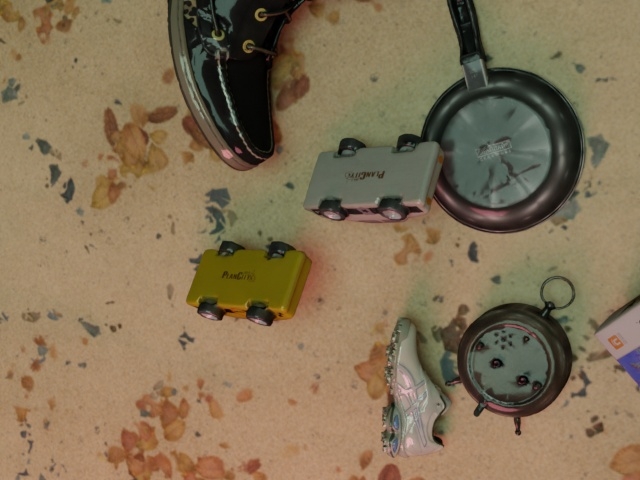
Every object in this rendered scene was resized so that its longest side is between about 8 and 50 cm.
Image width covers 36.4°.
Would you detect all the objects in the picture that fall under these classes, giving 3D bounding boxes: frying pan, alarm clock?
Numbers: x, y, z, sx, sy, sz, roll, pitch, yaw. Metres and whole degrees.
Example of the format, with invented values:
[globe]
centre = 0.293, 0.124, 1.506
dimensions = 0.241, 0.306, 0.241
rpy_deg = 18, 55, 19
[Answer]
[frying pan]
centre = 0.214, -0.167, 1.132
dimensions = 0.197, 0.053, 0.326
rpy_deg = 9, 101, 20
[alarm clock]
centre = 0.236, 0.125, 1.141
dimensions = 0.129, 0.064, 0.192
rpy_deg = 33, 103, 16

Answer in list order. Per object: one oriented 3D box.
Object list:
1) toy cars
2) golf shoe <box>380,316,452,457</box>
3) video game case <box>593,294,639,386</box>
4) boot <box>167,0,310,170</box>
[toy cars]
centre = 0.000, 0.000, 1.205
dimensions = 0.393, 0.087, 0.176
rpy_deg = -39, 44, 19
[golf shoe]
centre = 0.119, 0.180, 1.199
dimensions = 0.086, 0.069, 0.176
rpy_deg = 2, 100, 3
[video game case]
centre = 0.451, 0.135, 0.985
dimensions = 0.269, 0.061, 0.244
rpy_deg = 50, 143, 9
[boot]
centre = -0.036, -0.294, 1.176
dimensions = 0.284, 0.138, 0.378
rpy_deg = -12, 85, 22
